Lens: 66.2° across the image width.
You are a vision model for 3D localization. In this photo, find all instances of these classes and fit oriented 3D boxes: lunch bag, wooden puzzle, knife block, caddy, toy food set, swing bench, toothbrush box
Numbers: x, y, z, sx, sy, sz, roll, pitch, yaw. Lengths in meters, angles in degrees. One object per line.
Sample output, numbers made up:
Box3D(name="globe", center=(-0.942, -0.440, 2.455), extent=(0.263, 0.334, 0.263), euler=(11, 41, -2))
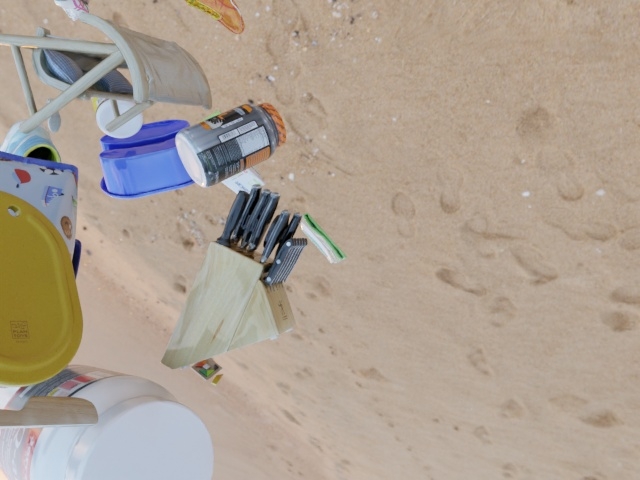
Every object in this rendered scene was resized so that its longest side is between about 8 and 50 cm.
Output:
Box3D(name="lunch bag", center=(-0.653, 0.059, 1.058), extent=(0.239, 0.327, 0.385), euler=(11, 135, -27))
Box3D(name="wooden puzzle", center=(-0.336, 0.377, 1.460), extent=(0.116, 0.078, 0.014), euler=(28, 122, 15))
Box3D(name="knife block", center=(-0.146, 0.050, 0.782), extent=(0.276, 0.088, 0.242), euler=(-21, 84, 14))
Box3D(name="caddy", center=(-0.517, -0.239, 1.526), extent=(0.342, 0.241, 0.179), euler=(-14, 128, -12))
Box3D(name="toy food set", center=(-0.278, 0.064, 0.413), extent=(0.071, 0.217, 0.128), euler=(-28, 159, 19))
Box3D(name="swing bench", center=(-0.374, -0.301, 0.899), extent=(0.255, 0.253, 0.165), euler=(-9, 99, 14))
Box3D(name="toothbrush box", center=(-0.361, -0.344, 1.971), extent=(0.122, 0.283, 0.206), euler=(-28, 157, 9))

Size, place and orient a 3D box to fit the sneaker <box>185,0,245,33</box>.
Box3D(name="sneaker", center=(-0.216, -0.446, 0.911), extent=(0.175, 0.067, 0.064), euler=(38, 158, -29))

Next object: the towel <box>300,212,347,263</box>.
Box3D(name="towel", center=(0.000, 0.000, 0.939), extent=(0.113, 0.023, 0.152), euler=(47, 175, 1))

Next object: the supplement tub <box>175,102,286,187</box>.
Box3D(name="supplement tub", center=(-0.168, -0.189, 0.944), extent=(0.117, 0.190, 0.117), euler=(42, 150, 31))

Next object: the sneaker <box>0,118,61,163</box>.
Box3D(name="sneaker", center=(-0.816, -0.156, 1.325), extent=(0.127, 0.318, 0.208), euler=(17, -164, -50))

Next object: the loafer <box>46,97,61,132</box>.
Box3D(name="loafer", center=(-1.000, -0.468, 1.835), extent=(0.039, 0.045, 0.125), euler=(27, 118, 34))

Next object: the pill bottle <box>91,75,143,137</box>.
Box3D(name="pill bottle", center=(-0.564, -0.382, 1.349), extent=(0.117, 0.117, 0.215), euler=(90, 156, -46))

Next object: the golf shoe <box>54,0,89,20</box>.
Box3D(name="golf shoe", center=(-0.868, -0.820, 1.729), extent=(0.068, 0.186, 0.085), euler=(8, 111, 2))

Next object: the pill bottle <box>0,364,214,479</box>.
Box3D(name="pill bottle", center=(-0.321, 0.297, 0.714), extent=(0.363, 0.210, 0.210), euler=(-10, 130, 47))
